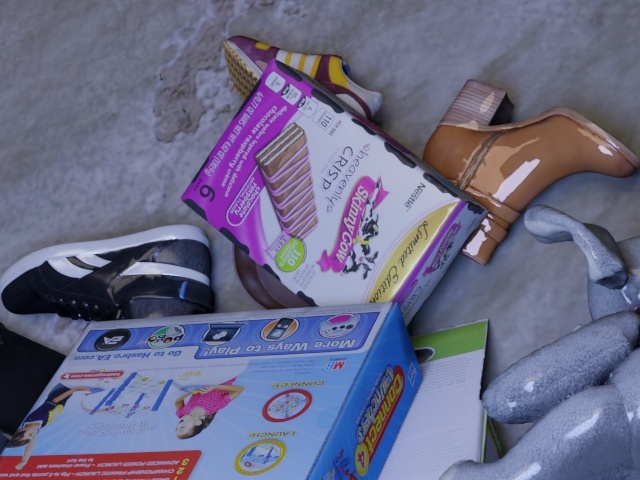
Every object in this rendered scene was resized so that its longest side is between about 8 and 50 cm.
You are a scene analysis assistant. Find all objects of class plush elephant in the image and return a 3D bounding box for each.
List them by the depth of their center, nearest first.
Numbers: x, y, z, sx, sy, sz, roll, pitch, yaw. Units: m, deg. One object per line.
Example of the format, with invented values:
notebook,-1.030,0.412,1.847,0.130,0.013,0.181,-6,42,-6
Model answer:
plush elephant,0.256,0.104,1.545,0.330,0.272,0.255,-59,16,22

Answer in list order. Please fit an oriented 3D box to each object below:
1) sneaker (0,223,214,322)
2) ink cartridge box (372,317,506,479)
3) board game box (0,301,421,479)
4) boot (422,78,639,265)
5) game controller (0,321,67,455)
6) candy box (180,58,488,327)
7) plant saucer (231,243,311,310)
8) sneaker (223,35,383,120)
sneaker,-0.205,0.064,1.855,0.217,0.079,0.121,-15,60,15
ink cartridge box,0.068,0.190,1.677,0.189,0.097,0.255,-15,28,17
board game box,-0.107,0.180,1.612,0.308,0.086,0.302,-4,33,26
boot,0.177,-0.046,1.752,0.197,0.073,0.152,21,81,33
game controller,-0.366,0.133,1.864,0.319,0.067,0.166,23,46,19
candy box,0.009,-0.032,1.751,0.233,0.071,0.159,38,100,25
plant saucer,0.000,0.000,1.826,0.168,0.029,0.168,-10,63,20
sneaker,-0.018,-0.151,1.892,0.084,0.069,0.185,-32,50,-20
